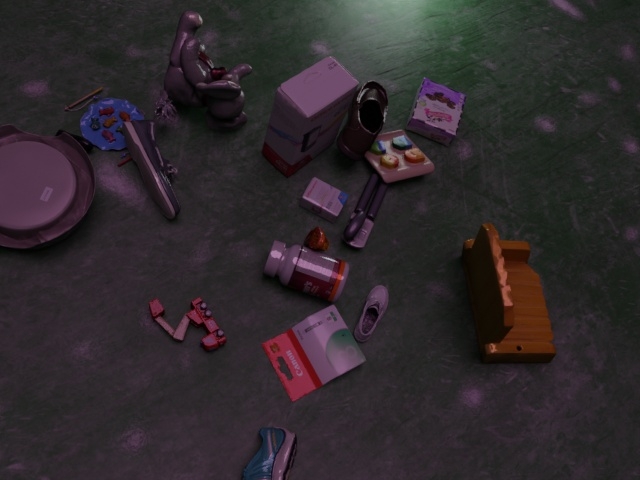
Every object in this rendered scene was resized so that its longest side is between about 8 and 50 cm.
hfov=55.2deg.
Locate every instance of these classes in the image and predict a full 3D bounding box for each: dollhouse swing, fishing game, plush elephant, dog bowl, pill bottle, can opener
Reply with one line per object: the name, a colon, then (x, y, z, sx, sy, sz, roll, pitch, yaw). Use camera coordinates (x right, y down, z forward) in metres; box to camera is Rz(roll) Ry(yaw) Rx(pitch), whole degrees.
dollhouse swing: (0.567, 0.138, 1.730, 0.315, 0.305, 0.347, 2, 63, -13)
fishing game: (-0.614, -0.351, 1.816, 0.189, 0.041, 0.264, -36, 78, -24)
plush elephant: (-0.323, -0.470, 1.827, 0.255, 0.272, 0.330, 17, 74, -5)
dog bowl: (-0.768, -0.134, 1.610, 0.348, 0.102, 0.349, 4, 72, -11)
pill bottle: (-0.041, 0.082, 1.701, 0.221, 0.121, 0.121, 20, 61, -4)
can opener: (0.144, -0.094, 1.862, 0.074, 0.093, 0.280, 27, 55, -2)

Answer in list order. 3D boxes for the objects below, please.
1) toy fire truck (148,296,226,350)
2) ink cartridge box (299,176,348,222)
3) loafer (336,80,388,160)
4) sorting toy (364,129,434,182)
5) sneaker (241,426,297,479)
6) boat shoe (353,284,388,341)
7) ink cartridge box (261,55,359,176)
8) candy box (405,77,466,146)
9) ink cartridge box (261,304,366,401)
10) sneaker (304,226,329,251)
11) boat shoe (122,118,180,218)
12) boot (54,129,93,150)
toy fire truck: (-0.348, 0.218, 1.596, 0.135, 0.047, 0.192, -28, 75, -25)
ink cartridge box: (0.009, -0.123, 1.857, 0.122, 0.052, 0.088, 29, 60, 0)
loafer: (0.163, -0.400, 1.956, 0.134, 0.130, 0.366, 32, 47, -17)
sorting toy: (0.241, -0.280, 1.977, 0.193, 0.038, 0.208, -15, 52, -21)
sneaker: (-0.138, 0.580, 1.457, 0.110, 0.107, 0.275, 10, 55, 13)
boat shoe: (0.147, 0.198, 1.725, 0.066, 0.063, 0.184, 34, 61, 3)
ink cartridge box: (-0.037, -0.361, 1.818, 0.131, 0.306, 0.226, 46, 62, 9)
candy box: (0.399, -0.442, 2.107, 0.165, 0.070, 0.196, 22, 60, -3)
ink cartridge box: (-0.017, 0.298, 1.641, 0.224, 0.056, 0.181, -23, 71, -25)
sneaker: (0.000, 0.000, 1.728, 0.067, 0.175, 0.064, 28, 90, -6)
boat shoe: (-0.459, -0.212, 1.742, 0.099, 0.116, 0.319, -22, 75, -29)
boot: (-0.721, -0.256, 1.738, 0.121, 0.045, 0.099, 21, 60, 1)
